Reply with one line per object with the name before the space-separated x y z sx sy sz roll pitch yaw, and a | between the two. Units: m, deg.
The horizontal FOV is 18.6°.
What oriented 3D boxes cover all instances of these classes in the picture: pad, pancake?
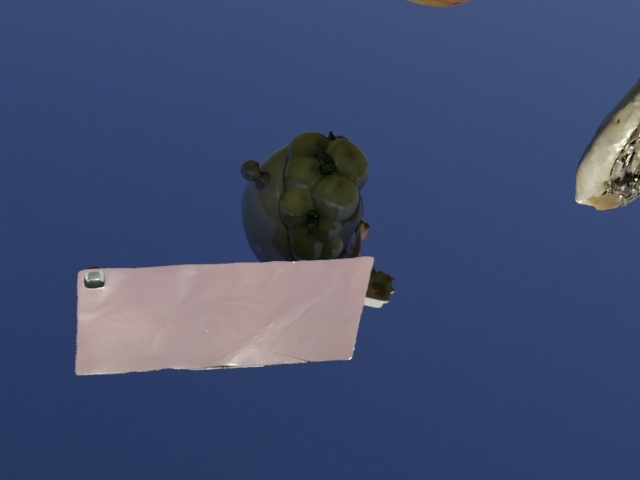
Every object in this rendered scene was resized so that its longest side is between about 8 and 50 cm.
pad | -0.064 0.048 1.263 0.187 0.113 0.006 -3 -130 -10
pancake | 0.314 -0.132 1.728 0.049 0.282 0.282 39 -149 17

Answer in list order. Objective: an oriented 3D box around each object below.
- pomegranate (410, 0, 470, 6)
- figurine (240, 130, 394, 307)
pomegranate | 0.078 -0.292 1.655 0.209 0.180 0.180 14 -155 -9
figurine | 0.001 0.000 1.353 0.093 0.197 0.147 -4 -121 14
